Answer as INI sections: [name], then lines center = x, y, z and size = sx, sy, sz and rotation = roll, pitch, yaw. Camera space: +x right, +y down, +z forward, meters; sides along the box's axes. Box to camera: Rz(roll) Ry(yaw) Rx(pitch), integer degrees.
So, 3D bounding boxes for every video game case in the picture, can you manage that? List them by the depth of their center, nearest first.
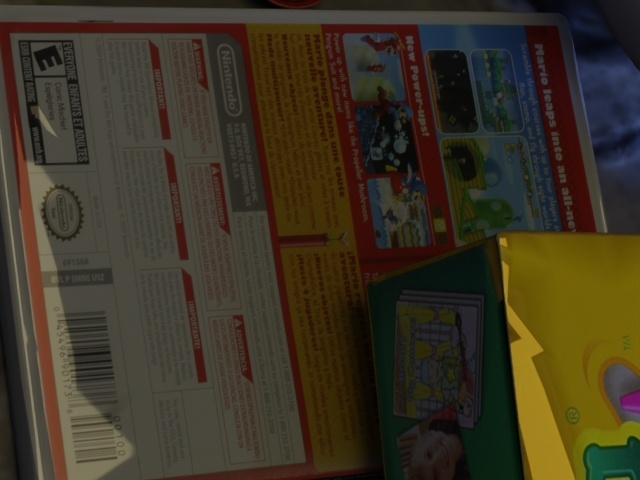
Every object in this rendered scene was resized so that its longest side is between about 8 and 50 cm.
[video game case]
center = 0.000, 0.000, 0.818
size = 0.285, 0.025, 0.204
rotation = -3, 77, -27

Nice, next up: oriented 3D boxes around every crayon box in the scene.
[crayon box]
center = 0.187, 0.184, 0.792
size = 0.313, 0.106, 0.362
rotation = 1, 77, -34

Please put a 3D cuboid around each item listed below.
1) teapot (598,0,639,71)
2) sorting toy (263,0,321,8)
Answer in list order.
[teapot]
center = 0.227, -0.157, 0.893
size = 0.253, 0.187, 0.256
rotation = -12, 99, -2
[sorting toy]
center = -0.002, -0.151, 0.849
size = 0.061, 0.042, 0.102
rotation = 14, 70, -23
